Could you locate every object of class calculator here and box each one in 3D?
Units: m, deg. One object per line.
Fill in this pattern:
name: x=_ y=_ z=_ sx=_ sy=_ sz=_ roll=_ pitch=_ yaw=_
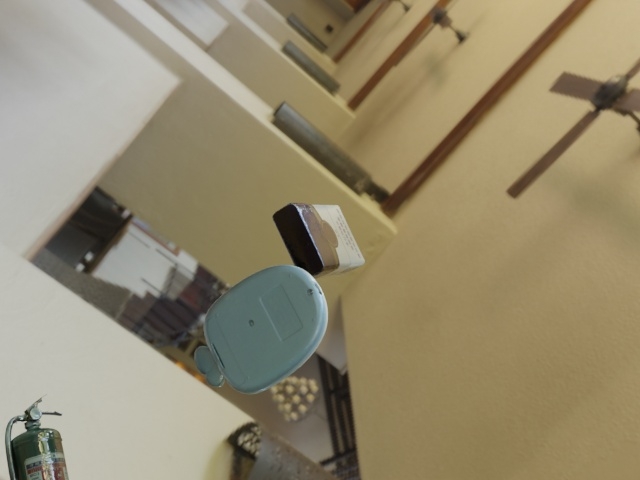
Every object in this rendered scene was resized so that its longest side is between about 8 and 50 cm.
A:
calculator: x=-0.112 y=0.162 z=1.360 sx=0.303 sy=0.188 sz=0.042 roll=-37 pitch=163 yaw=23

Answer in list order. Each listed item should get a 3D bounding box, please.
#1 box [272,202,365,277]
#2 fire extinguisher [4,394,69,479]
box: x=0.000 y=0.000 z=1.770 sx=0.071 sy=0.168 sz=0.259 roll=-28 pitch=171 yaw=20
fire extinguisher: x=-0.486 y=0.407 z=1.351 sx=0.093 sy=0.118 sz=0.294 roll=-37 pitch=-118 yaw=35
